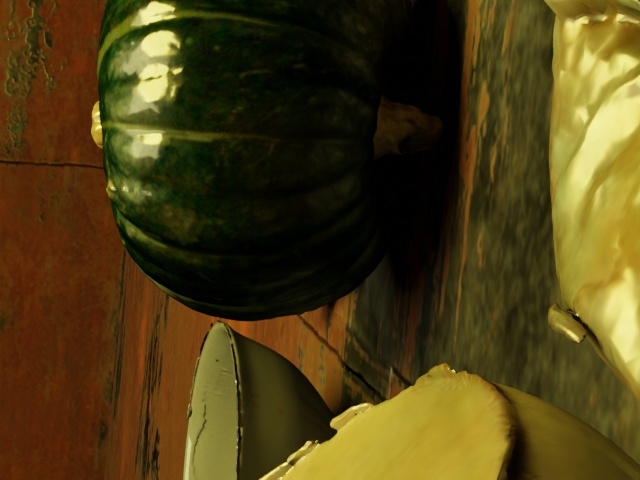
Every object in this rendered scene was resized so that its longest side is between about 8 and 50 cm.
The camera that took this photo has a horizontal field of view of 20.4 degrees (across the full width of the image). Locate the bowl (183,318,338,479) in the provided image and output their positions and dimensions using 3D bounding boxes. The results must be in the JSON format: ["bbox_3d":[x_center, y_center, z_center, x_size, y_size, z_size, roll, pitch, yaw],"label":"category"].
[{"bbox_3d":[-0.026,0.141,1.032,0.189,0.086,0.189,-176,90,-77],"label":"bowl"}]

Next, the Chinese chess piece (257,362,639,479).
[{"bbox_3d":[0.008,0.161,0.540,0.257,0.104,0.257,-45,14,15],"label":"Chinese chess piece"}]

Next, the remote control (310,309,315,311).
[{"bbox_3d":[0.000,0.000,1.087,0.122,0.032,0.074,138,135,-72],"label":"remote control"}]

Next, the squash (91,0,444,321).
[{"bbox_3d":[-0.031,-0.064,0.917,0.218,0.172,0.218,178,90,-80],"label":"squash"}]

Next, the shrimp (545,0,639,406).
[{"bbox_3d":[0.117,-0.090,0.432,0.360,0.085,0.247,-93,19,-52],"label":"shrimp"}]
